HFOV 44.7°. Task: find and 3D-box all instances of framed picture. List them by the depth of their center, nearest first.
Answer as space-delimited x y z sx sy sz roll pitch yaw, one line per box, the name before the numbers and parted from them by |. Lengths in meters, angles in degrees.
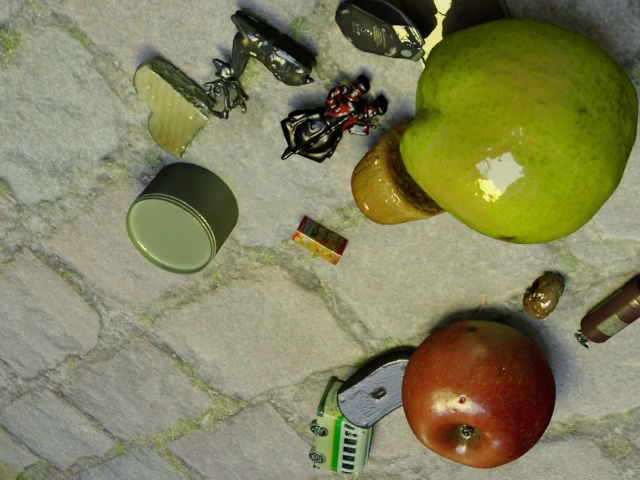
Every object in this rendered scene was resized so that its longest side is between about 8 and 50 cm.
framed picture | 0.227 -0.419 1.375 0.189 0.023 0.260 -13 122 31

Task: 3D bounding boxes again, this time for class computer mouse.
computer mouse | 0.112 -0.387 1.410 0.192 0.062 0.106 27 153 22
computer mouse | 0.163 0.371 2.002 0.269 0.086 0.137 -39 99 19

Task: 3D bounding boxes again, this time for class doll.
doll | 0.017 -0.236 1.584 0.248 0.088 0.127 -35 89 30

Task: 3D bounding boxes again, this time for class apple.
apple | 0.361 0.354 1.793 0.348 0.277 0.348 12 131 14

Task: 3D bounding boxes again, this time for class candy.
candy | 0.000 0.000 1.796 0.122 0.062 0.038 31 132 -3

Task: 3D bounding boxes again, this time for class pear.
pear | 0.317 -0.191 1.301 0.391 0.391 0.391 12 131 14

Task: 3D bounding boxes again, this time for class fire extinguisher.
fire extinguisher | 0.631 0.170 1.674 0.099 0.071 0.231 11 139 -24

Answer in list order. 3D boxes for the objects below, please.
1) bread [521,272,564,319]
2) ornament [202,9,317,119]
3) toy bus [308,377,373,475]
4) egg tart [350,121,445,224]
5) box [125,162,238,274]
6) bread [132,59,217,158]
bread | 0.479 0.124 1.686 0.060 0.082 0.113 31 130 0
ornament | -0.132 -0.320 1.575 0.202 0.080 0.236 35 130 -3
toy bus | 0.064 0.525 2.162 0.164 0.134 0.276 15 133 12
egg tart | 0.157 -0.124 1.557 0.202 0.202 0.147 44 145 -16
box | -0.326 -0.050 1.832 0.226 0.149 0.226 12 131 14
bread | -0.307 -0.290 1.681 0.172 0.064 0.232 2 130 21
